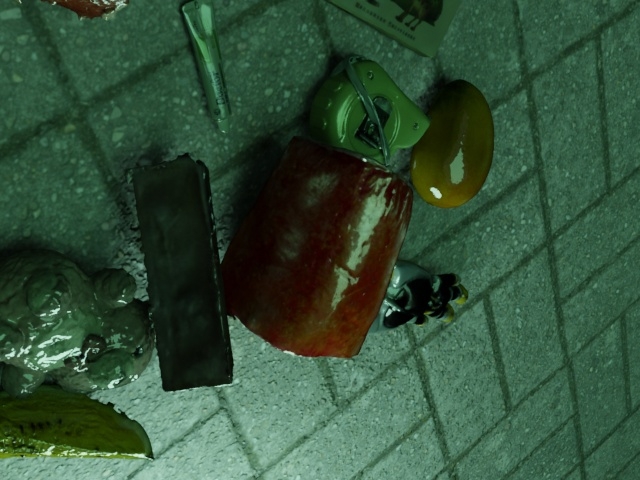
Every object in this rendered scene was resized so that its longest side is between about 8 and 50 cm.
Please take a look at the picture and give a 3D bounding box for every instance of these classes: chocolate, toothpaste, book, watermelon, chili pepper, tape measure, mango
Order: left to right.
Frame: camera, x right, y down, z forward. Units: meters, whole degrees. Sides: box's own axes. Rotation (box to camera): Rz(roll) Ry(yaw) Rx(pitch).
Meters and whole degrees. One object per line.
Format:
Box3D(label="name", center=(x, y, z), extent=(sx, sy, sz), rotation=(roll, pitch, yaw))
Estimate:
Box3D(label="watermelon", center=(-0.383, 0.277, 1.296), extent=(0.301, 0.129, 0.123), rotation=(14, 100, -38))
Box3D(label="chocolate", center=(-0.183, 0.041, 1.279), extent=(0.112, 0.112, 0.321), rotation=(-8, 95, 4))
Box3D(label="toothpaste", center=(-0.155, -0.242, 1.290), extent=(0.048, 0.029, 0.197), rotation=(-27, 124, -27))
Box3D(label="chili pepper", center=(0.000, 0.000, 1.381), extent=(0.229, 0.251, 0.305), rotation=(16, 103, -44))
Box3D(label="tape measure", center=(0.069, -0.191, 1.448), extent=(0.175, 0.106, 0.200), rotation=(-55, 133, -8))
Box3D(label="book", center=(0.168, -0.497, 1.419), extent=(0.260, 0.043, 0.370), rotation=(17, 100, -43))
Box3D(label="mango", center=(0.235, -0.164, 1.594), extent=(0.152, 0.120, 0.221), rotation=(14, 95, -42))

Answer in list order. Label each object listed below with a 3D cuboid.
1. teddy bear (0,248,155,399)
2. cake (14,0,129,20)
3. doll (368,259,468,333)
Box3D(label="teddy bear", center=(-0.340, 0.122, 1.240), extent=(0.236, 0.151, 0.267), rotation=(-40, 131, 4))
Box3D(label="cake", center=(-0.258, -0.386, 1.024), extent=(0.151, 0.177, 0.283), rotation=(14, 101, -44))
Box3D(label="doll", center=(0.169, 0.102, 1.687), extent=(0.145, 0.103, 0.316), rotation=(-34, 153, 31))
